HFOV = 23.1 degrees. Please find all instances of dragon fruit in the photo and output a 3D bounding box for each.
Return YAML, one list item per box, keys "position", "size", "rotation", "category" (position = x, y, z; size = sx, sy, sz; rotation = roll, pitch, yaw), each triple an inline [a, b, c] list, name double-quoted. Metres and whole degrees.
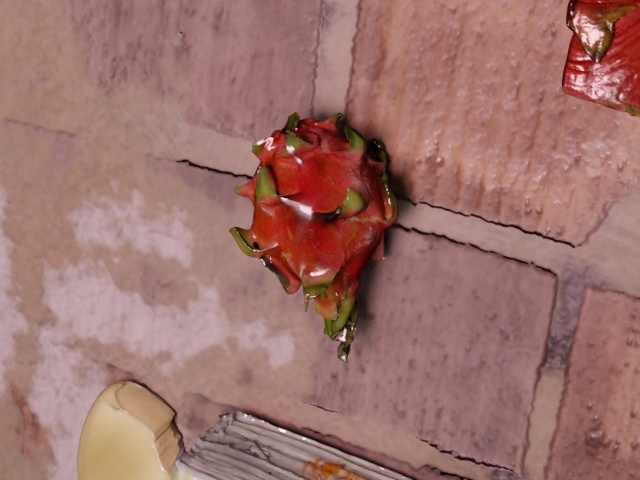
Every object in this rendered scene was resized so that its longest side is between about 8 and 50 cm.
- position: [0.000, 0.000, 1.419]
  size: [0.135, 0.137, 0.236]
  rotation: [7, 102, 34]
  category: "dragon fruit"
- position: [0.266, -0.176, 1.235]
  size: [0.127, 0.120, 0.161]
  rotation: [9, 104, 18]
  category: "dragon fruit"

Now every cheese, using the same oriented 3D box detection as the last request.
- position: [-0.225, 0.269, 1.682]
  size: [0.127, 0.050, 0.255]
  rotation: [36, 121, 10]
  category: "cheese"

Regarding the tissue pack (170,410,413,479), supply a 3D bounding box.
- position: [-0.027, 0.400, 1.562]
  size: [0.287, 0.162, 0.388]
  rotation: [20, 116, 17]
  category: "tissue pack"
